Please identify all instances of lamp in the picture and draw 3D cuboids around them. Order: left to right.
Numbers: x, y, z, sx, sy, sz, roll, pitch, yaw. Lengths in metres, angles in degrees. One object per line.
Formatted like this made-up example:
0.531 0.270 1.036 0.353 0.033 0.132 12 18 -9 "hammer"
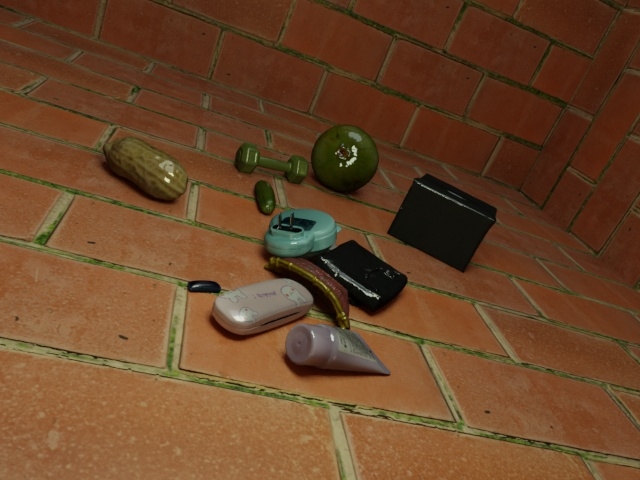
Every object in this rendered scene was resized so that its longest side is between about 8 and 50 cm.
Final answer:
-0.064 -0.018 1.669 0.209 0.147 0.284 8 7 19 "lamp"

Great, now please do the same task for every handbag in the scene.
0.122 0.106 1.671 0.244 0.088 0.275 32 22 17 "handbag"

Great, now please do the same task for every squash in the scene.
-0.199 -0.165 1.986 0.066 0.066 0.252 14 25 -21 "squash"

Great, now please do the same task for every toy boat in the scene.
-0.021 0.122 1.494 0.318 0.099 0.141 37 -15 30 "toy boat"

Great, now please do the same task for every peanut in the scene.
-0.545 -0.231 1.716 0.325 0.140 0.153 28 5 23 "peanut"

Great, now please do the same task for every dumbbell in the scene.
-0.196 -0.312 2.256 0.302 0.121 0.108 10 -3 -30 "dumbbell"

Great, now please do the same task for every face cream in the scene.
0.043 0.250 1.293 0.274 0.096 0.154 18 19 -45 "face cream"

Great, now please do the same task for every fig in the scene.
0.113 -0.352 2.447 0.316 0.316 0.316 20 23 -9 "fig"

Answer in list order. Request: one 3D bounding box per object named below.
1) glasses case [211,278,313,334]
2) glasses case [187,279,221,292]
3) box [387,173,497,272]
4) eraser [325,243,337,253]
-0.132 0.154 1.333 0.113 0.075 0.297 37 27 26 "glasses case"
-0.284 0.110 1.354 0.083 0.023 0.033 6 30 -36 "glasses case"
0.488 -0.078 2.212 0.345 0.251 0.204 29 23 11 "box"
0.000 0.000 1.866 0.104 0.023 0.150 16 23 -18 "eraser"
